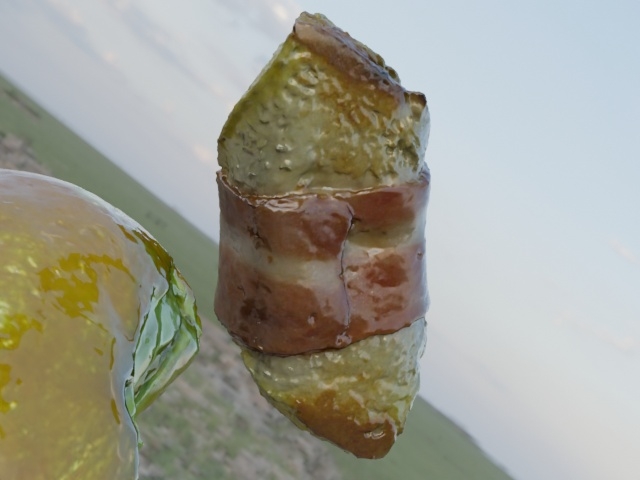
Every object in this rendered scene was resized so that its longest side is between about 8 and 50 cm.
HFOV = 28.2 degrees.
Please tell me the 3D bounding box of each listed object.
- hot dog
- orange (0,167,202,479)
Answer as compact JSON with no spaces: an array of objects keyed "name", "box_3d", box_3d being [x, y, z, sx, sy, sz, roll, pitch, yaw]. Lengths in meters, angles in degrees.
[{"name":"hot dog","box_3d":[0.001,-0.001,0.705,0.123,0.261,0.093,-7,22,-23]},{"name":"orange","box_3d":[-0.140,0.061,0.448,0.158,0.179,0.237,59,28,-26]}]
